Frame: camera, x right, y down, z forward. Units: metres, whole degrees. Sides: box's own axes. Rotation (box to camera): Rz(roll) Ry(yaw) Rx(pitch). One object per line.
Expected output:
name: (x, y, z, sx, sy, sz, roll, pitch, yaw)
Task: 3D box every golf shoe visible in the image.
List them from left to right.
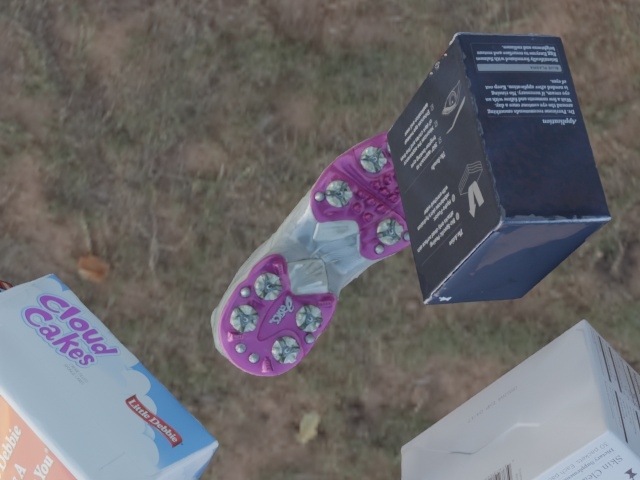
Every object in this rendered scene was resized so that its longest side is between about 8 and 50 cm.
golf shoe: (0.000, 0.000, 1.258, 0.306, 0.140, 0.115, -44, 103, -15)

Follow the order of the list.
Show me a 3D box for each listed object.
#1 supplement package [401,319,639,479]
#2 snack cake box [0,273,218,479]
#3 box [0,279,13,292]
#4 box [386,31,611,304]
supplement package: (0.227, 0.250, 1.330, 0.262, 0.204, 0.145, -40, 109, 22)
snack cake box: (-0.187, 0.168, 0.792, 0.152, 0.089, 0.264, 44, 129, 18)
box: (-0.352, 0.170, 1.237, 0.044, 0.159, 0.233, 26, 105, -47)
box: (0.131, -0.052, 0.985, 0.093, 0.158, 0.156, -2, 157, -19)
